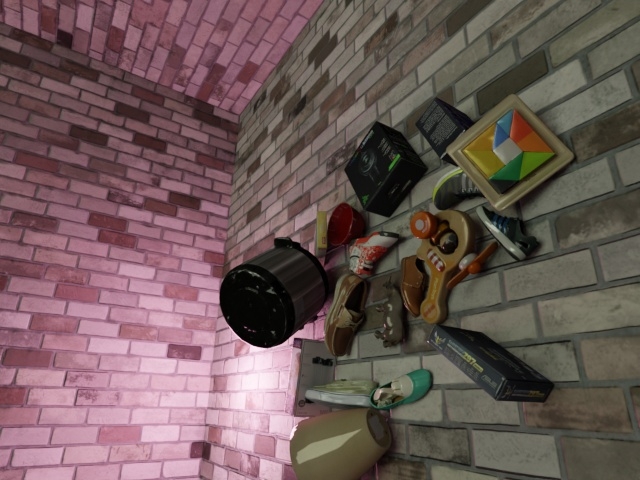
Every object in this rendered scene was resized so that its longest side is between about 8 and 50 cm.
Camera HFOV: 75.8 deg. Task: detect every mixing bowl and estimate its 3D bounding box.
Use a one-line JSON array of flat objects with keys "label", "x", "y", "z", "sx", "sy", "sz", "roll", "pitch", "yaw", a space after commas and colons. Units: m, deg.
[{"label": "mixing bowl", "x": 0.118, "y": -0.058, "z": 1.698, "sx": 0.181, "sy": 0.098, "sz": 0.181, "roll": -32, "pitch": 51, "yaw": 52}]

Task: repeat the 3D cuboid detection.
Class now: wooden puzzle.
[{"label": "wooden puzzle", "x": 0.484, "y": -0.231, "z": 1.072, "sx": 0.221, "sy": 0.044, "sz": 0.238, "roll": -41, "pitch": 70, "yaw": 20}]

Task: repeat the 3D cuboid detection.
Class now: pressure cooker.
[{"label": "pressure cooker", "x": -0.169, "y": 0.220, "z": 1.758, "sx": 0.375, "sy": 0.420, "sz": 0.369, "roll": 44, "pitch": 124, "yaw": 11}]

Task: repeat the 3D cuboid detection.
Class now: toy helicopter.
[{"label": "toy helicopter", "x": 0.377, "y": 0.086, "z": 1.217, "sx": 0.235, "sy": 0.140, "sz": 0.354, "roll": 22, "pitch": 107, "yaw": 51}]

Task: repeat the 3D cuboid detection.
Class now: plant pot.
[{"label": "plant pot", "x": 0.084, "y": 0.661, "z": 1.336, "sx": 0.274, "sy": 0.257, "sz": 0.256, "roll": -38, "pitch": 44, "yaw": 25}]

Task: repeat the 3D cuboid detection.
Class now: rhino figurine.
[{"label": "rhino figurine", "x": 0.242, "y": 0.236, "z": 1.393, "sx": 0.106, "sy": 0.073, "sz": 0.243, "roll": -29, "pitch": 52, "yaw": 56}]

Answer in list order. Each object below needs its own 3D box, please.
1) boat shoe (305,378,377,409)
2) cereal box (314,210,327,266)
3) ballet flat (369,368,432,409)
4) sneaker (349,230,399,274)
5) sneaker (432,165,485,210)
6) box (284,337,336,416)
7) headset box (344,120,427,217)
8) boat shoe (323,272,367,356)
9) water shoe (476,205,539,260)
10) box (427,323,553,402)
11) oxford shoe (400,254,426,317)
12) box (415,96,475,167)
[{"label": "boat shoe", "x": 0.079, "y": 0.550, "z": 1.483, "sx": 0.302, "sy": 0.109, "sz": 0.094, "roll": -10, "pitch": 50, "yaw": 36}, {"label": "cereal box", "x": 0.000, "y": 0.000, "z": 1.816, "sx": 0.240, "sy": 0.048, "sz": 0.172, "roll": 100, "pitch": 170, "yaw": -66}, {"label": "ballet flat", "x": 0.239, "y": 0.471, "z": 1.281, "sx": 0.247, "sy": 0.087, "sz": 0.083, "roll": -48, "pitch": 40, "yaw": 38}, {"label": "sneaker", "x": 0.197, "y": 0.055, "z": 1.532, "sx": 0.270, "sy": 0.090, "sz": 0.144, "roll": -18, "pitch": 63, "yaw": 59}, {"label": "sneaker", "x": 0.448, "y": -0.164, "z": 1.191, "sx": 0.300, "sy": 0.111, "sz": 0.121, "roll": -42, "pitch": 48, "yaw": 46}, {"label": "box", "x": -0.034, "y": 0.539, "z": 1.630, "sx": 0.087, "sy": 0.169, "sz": 0.289, "roll": -13, "pitch": 68, "yaw": 59}, {"label": "headset box", "x": 0.238, "y": -0.262, "z": 1.554, "sx": 0.246, "sy": 0.131, "sz": 0.283, "roll": -55, "pitch": 37, "yaw": 33}, {"label": "boat shoe", "x": 0.100, "y": 0.285, "z": 1.565, "sx": 0.116, "sy": 0.123, "sz": 0.324, "roll": 4, "pitch": 83, "yaw": 57}, {"label": "water shoe", "x": 0.500, "y": -0.033, "z": 1.101, "sx": 0.080, "sy": 0.073, "sz": 0.203, "roll": -38, "pitch": 46, "yaw": 16}, {"label": "box", "x": 0.402, "y": 0.292, "z": 0.991, "sx": 0.233, "sy": 0.184, "sz": 0.059, "roll": 39, "pitch": 111, "yaw": 58}, {"label": "oxford shoe", "x": 0.307, "y": 0.141, "z": 1.327, "sx": 0.076, "sy": 0.076, "sz": 0.212, "roll": -28, "pitch": 53, "yaw": 44}, {"label": "box", "x": 0.413, "y": -0.324, "z": 1.269, "sx": 0.108, "sy": 0.153, "sz": 0.207, "roll": -53, "pitch": 38, "yaw": 32}]
